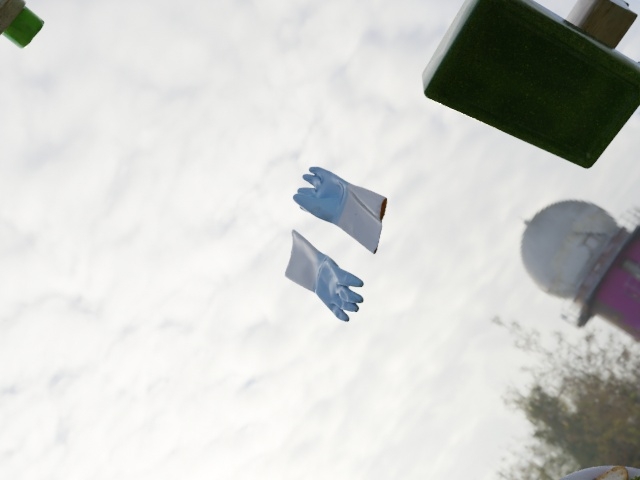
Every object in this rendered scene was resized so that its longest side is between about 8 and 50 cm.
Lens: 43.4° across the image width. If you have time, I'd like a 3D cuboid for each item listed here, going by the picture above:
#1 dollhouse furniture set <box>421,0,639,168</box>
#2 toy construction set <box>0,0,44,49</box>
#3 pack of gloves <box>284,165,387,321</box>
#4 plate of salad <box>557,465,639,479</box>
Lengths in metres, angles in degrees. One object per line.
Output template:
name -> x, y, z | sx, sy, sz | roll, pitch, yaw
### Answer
dollhouse furniture set -> 0.219, -0.241, 0.633 | 0.301, 0.151, 0.197 | -60, 10, 31
toy construction set -> -0.353, -0.144, 0.650 | 0.151, 0.328, 0.215 | 50, -132, -40
pack of gloves -> 0.000, 0.000, 1.183 | 0.046, 0.232, 0.195 | 4, -74, -31
plate of salad -> 0.280, 0.293, 0.728 | 0.200, 0.200, 0.048 | -42, -35, -24
